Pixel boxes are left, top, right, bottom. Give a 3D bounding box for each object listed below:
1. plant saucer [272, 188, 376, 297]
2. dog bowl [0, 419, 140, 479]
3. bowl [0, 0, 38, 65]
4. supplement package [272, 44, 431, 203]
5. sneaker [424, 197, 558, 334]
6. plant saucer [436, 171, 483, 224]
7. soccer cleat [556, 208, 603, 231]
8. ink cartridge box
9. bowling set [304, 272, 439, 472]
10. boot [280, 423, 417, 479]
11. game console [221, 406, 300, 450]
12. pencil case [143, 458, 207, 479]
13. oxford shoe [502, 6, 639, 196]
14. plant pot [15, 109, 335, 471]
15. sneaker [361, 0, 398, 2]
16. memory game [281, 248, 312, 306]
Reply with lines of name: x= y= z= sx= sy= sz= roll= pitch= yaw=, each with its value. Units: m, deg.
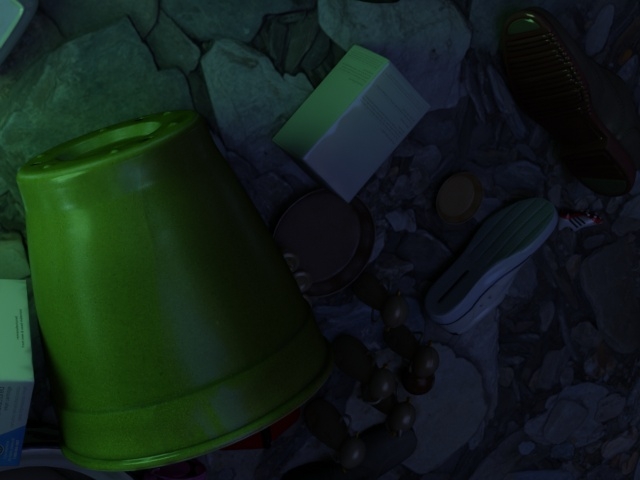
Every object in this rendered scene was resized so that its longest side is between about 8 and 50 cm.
plant saucer: x=0.000 y=0.000 z=1.795 sx=0.168 sy=0.029 sz=0.168 roll=-10 pitch=115 yaw=-22
dog bowl: x=-0.423 y=0.422 z=1.677 sx=0.408 sy=0.150 sz=0.408 roll=-11 pitch=115 yaw=-24
bowl: x=-0.412 y=-0.265 z=1.457 sx=0.142 sy=0.053 sz=0.142 roll=34 pitch=94 yaw=-33
supplement package: x=0.042 y=-0.161 z=1.705 sx=0.179 sy=0.105 sz=0.105 roll=-49 pitch=124 yaw=-3
sneaker: x=0.268 y=0.040 z=1.928 sx=0.258 sy=0.094 sz=0.091 roll=-42 pitch=141 yaw=-1
plant saucer: x=0.208 y=-0.066 z=1.885 sx=0.083 sy=0.015 sz=0.083 roll=-10 pitch=114 yaw=-23
soccer cleat: x=0.417 y=-0.030 z=2.003 sx=0.083 sy=0.029 sz=0.036 roll=2 pitch=118 yaw=-25
ink cartridge box: x=-0.473 y=0.158 z=1.486 sx=0.232 sy=0.168 sz=0.171 roll=3 pitch=133 yaw=-20
bowling set: x=0.119 y=0.200 z=1.864 sx=0.200 sy=0.154 sz=0.287 roll=9 pitch=106 yaw=-30
boot: x=0.070 y=0.383 z=1.909 sx=0.246 sy=0.161 sz=0.083 roll=-24 pitch=120 yaw=-17
game console: x=-0.102 y=0.229 z=1.846 sx=0.124 sy=0.085 sz=0.144 roll=-4 pitch=115 yaw=8
pencil case: x=-0.230 y=0.416 z=1.813 sx=0.098 sy=0.095 sz=0.209 roll=9 pitch=104 yaw=-14
oxford shoe: x=0.385 y=-0.228 z=1.874 sx=0.348 sy=0.123 sz=0.130 roll=54 pitch=55 yaw=-31
plant pot: x=-0.207 y=0.038 z=1.540 sx=0.366 sy=0.366 sz=0.353 roll=-23 pitch=108 yaw=-18
sneaker: x=-0.003 y=-0.382 z=1.577 sx=0.286 sy=0.130 sz=0.109 roll=17 pitch=103 yaw=-31
memory game: x=-0.098 y=0.082 z=1.766 sx=0.186 sy=0.012 sz=0.186 roll=-7 pitch=120 yaw=-13
